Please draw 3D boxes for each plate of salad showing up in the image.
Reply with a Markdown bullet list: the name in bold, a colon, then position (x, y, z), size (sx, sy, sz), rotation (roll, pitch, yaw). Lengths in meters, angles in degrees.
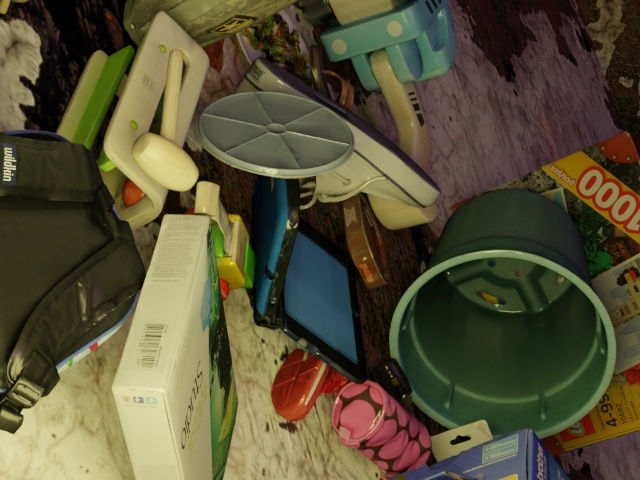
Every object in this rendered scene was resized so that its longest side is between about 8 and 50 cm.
- **plate of salad**: position (-0.067, -0.315, 1.908), size (0.200, 0.048, 0.200), rotation (38, 40, -40)

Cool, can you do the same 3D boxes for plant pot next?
- **plant pot**: position (0.304, 0.095, 1.964), size (0.341, 0.341, 0.334), rotation (57, 23, -16)

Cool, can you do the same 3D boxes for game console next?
- **game console**: position (0.000, 0.000, 1.603), size (0.173, 0.250, 0.293), rotation (9, 34, -11)

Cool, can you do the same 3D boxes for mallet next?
- **mallet**: position (0.110, 0.207, 1.755), size (0.062, 0.039, 0.189), rotation (61, -1, 4)

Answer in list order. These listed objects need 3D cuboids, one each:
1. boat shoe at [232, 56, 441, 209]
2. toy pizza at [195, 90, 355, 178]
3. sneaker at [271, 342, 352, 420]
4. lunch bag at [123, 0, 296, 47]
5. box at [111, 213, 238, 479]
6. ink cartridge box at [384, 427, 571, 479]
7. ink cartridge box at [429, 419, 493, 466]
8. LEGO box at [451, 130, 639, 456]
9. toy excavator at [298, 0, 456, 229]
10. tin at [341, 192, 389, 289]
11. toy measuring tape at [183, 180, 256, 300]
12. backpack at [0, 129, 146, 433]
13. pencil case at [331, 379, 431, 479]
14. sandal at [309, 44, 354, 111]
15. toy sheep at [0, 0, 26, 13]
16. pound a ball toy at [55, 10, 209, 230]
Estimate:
- **boat shoe**: position (0.008, -0.115, 1.800), size (0.367, 0.156, 0.136), rotation (30, 17, -30)
- **toy pizza**: position (-0.057, -0.127, 1.510), size (0.201, 0.201, 0.032), rotation (-62, 165, -54)
- **sneaker**: position (0.014, 0.191, 1.645), size (0.128, 0.087, 0.221), rotation (51, 34, -22)
- **lunch bag**: position (-0.130, -0.378, 1.663), size (0.169, 0.235, 0.287), rotation (53, 32, -27)
- **box**: position (-0.144, 0.165, 1.276), size (0.322, 0.058, 0.232), rotation (88, 8, -46)
- **ink cartridge box**: position (0.234, 0.429, 1.642), size (0.395, 0.270, 0.151), rotation (52, 28, -23)
- **ink cartridge box**: position (0.228, 0.383, 1.819), size (0.067, 0.115, 0.198), rotation (-8, 76, -59)
- **LEGO box**: position (0.511, 0.102, 2.210), size (0.193, 0.372, 0.500), rotation (0, 69, -57)
- **toy excavator**: position (0.137, -0.296, 2.089), size (0.445, 0.222, 0.433), rotation (65, 30, -20)
- **tin**: position (0.068, -0.001, 1.862), size (0.189, 0.040, 0.106), rotation (-95, 165, -57)
- **toy measuring tape**: position (-0.150, 0.001, 1.421), size (0.330, 0.121, 0.121), rotation (74, 3, -73)
- **backpack**: position (-0.304, 0.023, 1.137), size (0.263, 0.213, 0.276), rotation (-24, 98, -53)
- **pencil case**: position (0.084, 0.267, 1.661), size (0.095, 0.098, 0.209), rotation (37, -6, 36)
- **sandal**: position (0.033, -0.214, 1.942), size (0.090, 0.060, 0.219), rotation (-74, 144, -79)
- **toy sheep**: position (-0.385, -0.310, 1.366), size (0.132, 0.091, 0.091), rotation (27, 47, -40)
- **pound a ball toy**: position (-0.194, -0.130, 1.417), size (0.136, 0.208, 0.319), rotation (46, 35, -31)
